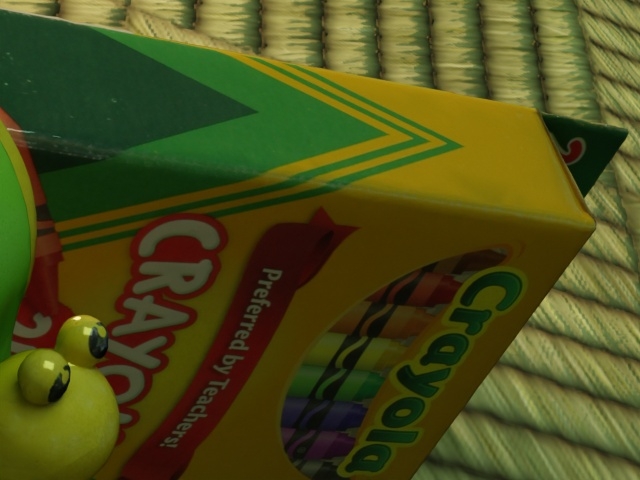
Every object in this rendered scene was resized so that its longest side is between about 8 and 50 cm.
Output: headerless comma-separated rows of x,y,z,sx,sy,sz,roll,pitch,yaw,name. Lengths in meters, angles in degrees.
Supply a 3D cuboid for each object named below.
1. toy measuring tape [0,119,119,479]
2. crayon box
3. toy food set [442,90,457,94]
-0.191,-0.038,0.520,0.330,0.121,0.121,33,36,6,toy measuring tape
-0.029,0.022,0.772,0.318,0.202,0.081,7,42,-29,crayon box
0.000,0.000,0.895,0.232,0.111,0.104,-7,49,-44,toy food set
